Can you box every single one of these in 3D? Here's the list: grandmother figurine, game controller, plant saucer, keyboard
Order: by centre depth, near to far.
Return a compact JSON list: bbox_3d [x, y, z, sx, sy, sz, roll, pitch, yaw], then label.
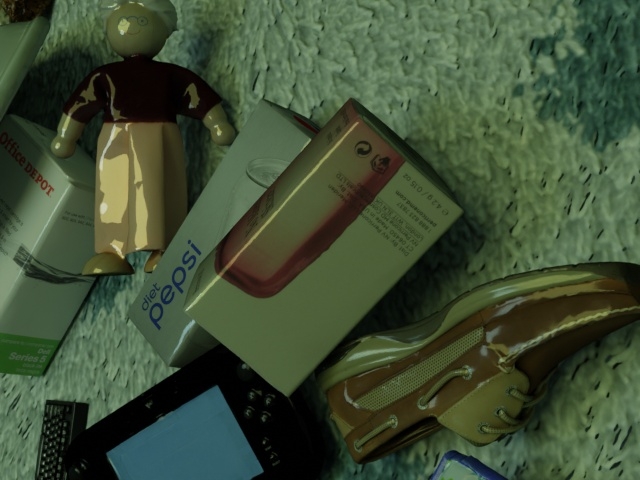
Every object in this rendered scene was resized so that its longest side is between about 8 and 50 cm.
[{"bbox_3d":[-0.138,0.228,1.013,0.319,0.067,0.166,-34,72,27],"label":"game controller"},{"bbox_3d":[-0.202,-0.133,1.110,0.104,0.208,0.342,164,104,-73],"label":"grandmother figurine"},{"bbox_3d":[-0.319,0.287,1.181,0.108,0.023,0.180,-3,77,37],"label":"keyboard"},{"bbox_3d":[-0.485,-0.133,1.253,0.400,0.101,0.400,-49,23,29],"label":"plant saucer"}]

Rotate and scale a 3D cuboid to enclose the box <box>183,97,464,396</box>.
[{"bbox_3d":[0.000,0.000,0.889,0.232,0.127,0.148,-47,11,10],"label":"box"}]

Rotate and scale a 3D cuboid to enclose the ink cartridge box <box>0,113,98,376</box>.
[{"bbox_3d":[-0.383,0.006,1.245,0.198,0.115,0.272,40,103,38],"label":"ink cartridge box"}]

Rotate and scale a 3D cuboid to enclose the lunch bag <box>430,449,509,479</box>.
[{"bbox_3d":[0.136,0.260,0.769,0.129,0.096,0.151,24,109,38],"label":"lunch bag"}]

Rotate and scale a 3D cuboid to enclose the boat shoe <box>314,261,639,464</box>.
[{"bbox_3d":[0.137,0.113,0.822,0.324,0.123,0.119,-28,67,39],"label":"boat shoe"}]

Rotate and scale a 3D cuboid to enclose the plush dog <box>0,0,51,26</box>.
[{"bbox_3d":[-0.526,-0.341,1.422,0.262,0.211,0.225,-45,78,19],"label":"plush dog"}]

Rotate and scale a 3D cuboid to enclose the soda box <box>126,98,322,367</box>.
[{"bbox_3d":[-0.084,0.000,1.029,0.098,0.091,0.286,43,105,36],"label":"soda box"}]
